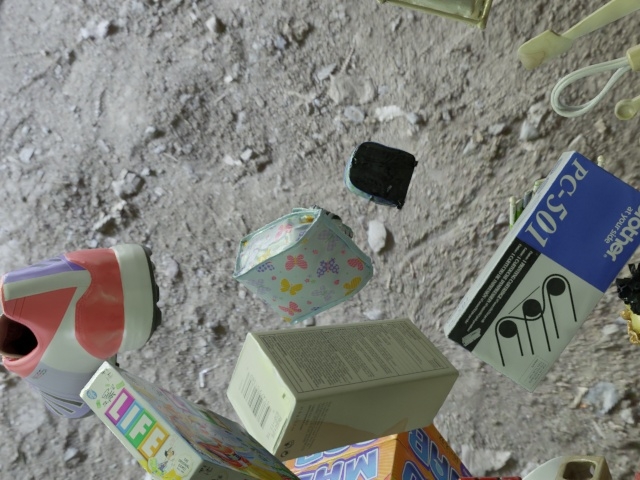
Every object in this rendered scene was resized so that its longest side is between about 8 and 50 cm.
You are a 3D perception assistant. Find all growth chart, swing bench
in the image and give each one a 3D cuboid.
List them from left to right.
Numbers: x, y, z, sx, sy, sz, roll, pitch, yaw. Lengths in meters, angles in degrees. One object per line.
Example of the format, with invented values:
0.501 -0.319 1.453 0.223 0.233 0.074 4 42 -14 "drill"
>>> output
0.290 -0.611 1.528 0.253 0.254 0.165 18 113 7 "swing bench"
0.525 -0.094 1.453 0.237 0.172 0.021 -23 45 1 "growth chart"

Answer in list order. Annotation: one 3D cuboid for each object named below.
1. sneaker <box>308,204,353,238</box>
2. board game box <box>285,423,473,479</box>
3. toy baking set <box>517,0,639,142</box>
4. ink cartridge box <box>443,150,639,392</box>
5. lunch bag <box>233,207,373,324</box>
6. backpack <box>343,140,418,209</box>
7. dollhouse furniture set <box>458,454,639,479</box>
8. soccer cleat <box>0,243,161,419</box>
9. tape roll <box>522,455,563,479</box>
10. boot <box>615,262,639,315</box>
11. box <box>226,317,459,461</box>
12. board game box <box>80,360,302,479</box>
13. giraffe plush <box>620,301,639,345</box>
0.000 0.000 1.216 0.083 0.224 0.098 25 87 15 "sneaker"
0.138 0.661 1.615 0.356 0.356 0.356 -28 109 26 "board game box"
0.347 -0.182 0.664 0.256 0.196 0.030 25 46 -2 "toy baking set"
0.214 0.029 0.610 0.097 0.046 0.207 34 98 4 "ink cartridge box"
-0.010 0.016 0.484 0.083 0.071 0.053 -27 36 30 "lunch bag"
0.102 -0.119 1.166 0.114 0.084 0.105 19 84 -7 "backpack"
0.392 0.395 0.889 0.374 0.152 0.201 -17 104 38 "dollhouse furniture set"
-0.243 0.095 0.602 0.116 0.318 0.108 -1 65 -31 "soccer cleat"
0.499 0.620 1.441 0.286 0.286 0.100 -46 46 -1 "tape roll"
0.345 0.036 0.599 0.121 0.099 0.045 16 39 -22 "boot"
0.039 0.211 0.963 0.148 0.311 0.121 48 126 43 "box"
-0.070 0.137 0.418 0.103 0.154 0.026 28 78 37 "board game box"
0.546 0.125 0.958 0.210 0.170 0.181 1 84 -22 "giraffe plush"
